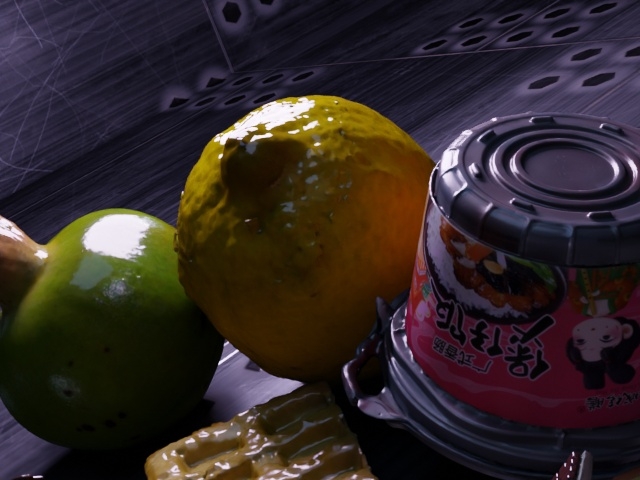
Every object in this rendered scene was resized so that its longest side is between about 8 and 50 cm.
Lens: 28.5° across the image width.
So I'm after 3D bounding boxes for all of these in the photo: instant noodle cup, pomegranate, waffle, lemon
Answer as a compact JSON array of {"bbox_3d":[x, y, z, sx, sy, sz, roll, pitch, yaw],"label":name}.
[{"bbox_3d":[0.167,0.022,0.893,0.302,0.182,0.258,-13,35,-19],"label":"instant noodle cup"},{"bbox_3d":[-0.232,0.060,1.182,0.236,0.302,0.236,-41,23,22],"label":"pomegranate"},{"bbox_3d":[-0.038,0.201,0.950,0.168,0.057,0.274,-24,19,-6],"label":"waffle"},{"bbox_3d":[0.000,0.000,1.107,0.245,0.320,0.245,-11,61,21],"label":"lemon"}]

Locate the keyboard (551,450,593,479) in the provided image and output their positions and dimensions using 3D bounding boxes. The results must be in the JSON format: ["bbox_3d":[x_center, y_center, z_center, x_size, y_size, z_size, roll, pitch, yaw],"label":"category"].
[{"bbox_3d":[0.106,0.191,0.726,0.166,0.017,0.055,-60,0,30],"label":"keyboard"}]

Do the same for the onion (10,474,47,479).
[{"bbox_3d":[-0.118,0.242,0.615,0.276,0.276,0.276,-19,19,7],"label":"onion"}]

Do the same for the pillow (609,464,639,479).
[{"bbox_3d":[0.217,0.197,0.674,0.233,0.086,0.214,-9,34,27],"label":"pillow"}]
